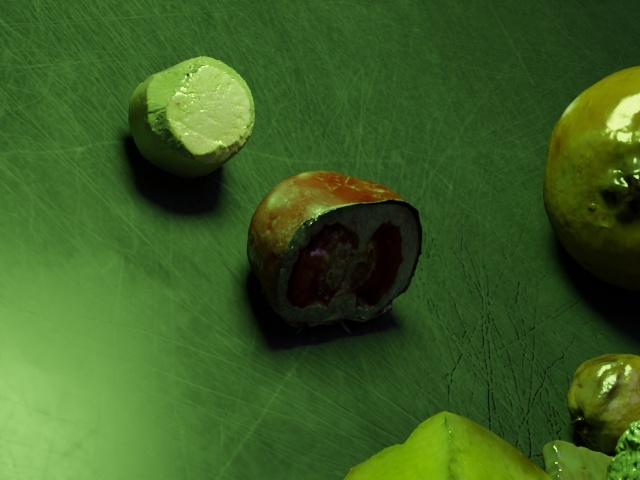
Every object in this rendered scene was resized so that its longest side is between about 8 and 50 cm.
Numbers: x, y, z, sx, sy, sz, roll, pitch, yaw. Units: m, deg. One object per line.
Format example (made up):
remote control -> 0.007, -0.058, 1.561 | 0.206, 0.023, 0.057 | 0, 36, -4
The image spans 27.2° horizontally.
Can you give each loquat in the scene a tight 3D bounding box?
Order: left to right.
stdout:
loquat -> 0.364, 0.203, 1.624 | 0.137, 0.113, 0.137 | 12, 66, -28
loquat -> 0.467, -0.088, 1.839 | 0.328, 0.328, 0.328 | 17, 39, -15

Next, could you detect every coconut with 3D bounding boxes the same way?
coconut -> -0.164, -0.153, 1.665 | 0.147, 0.153, 0.147 | 2, 85, -21

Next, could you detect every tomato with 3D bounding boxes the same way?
tomato -> 0.000, 0.000, 1.596 | 0.214, 0.180, 0.155 | 4, 26, -40

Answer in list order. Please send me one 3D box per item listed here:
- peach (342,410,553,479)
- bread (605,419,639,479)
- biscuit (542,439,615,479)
peach -> 0.145, 0.376, 1.183 | 0.306, 0.242, 0.380 | 37, 19, -24
bread -> 0.449, 0.292, 1.489 | 0.268, 0.130, 0.152 | 13, 75, -22
biscuit -> 0.352, 0.372, 1.467 | 0.217, 0.044, 0.325 | 20, 37, -15
